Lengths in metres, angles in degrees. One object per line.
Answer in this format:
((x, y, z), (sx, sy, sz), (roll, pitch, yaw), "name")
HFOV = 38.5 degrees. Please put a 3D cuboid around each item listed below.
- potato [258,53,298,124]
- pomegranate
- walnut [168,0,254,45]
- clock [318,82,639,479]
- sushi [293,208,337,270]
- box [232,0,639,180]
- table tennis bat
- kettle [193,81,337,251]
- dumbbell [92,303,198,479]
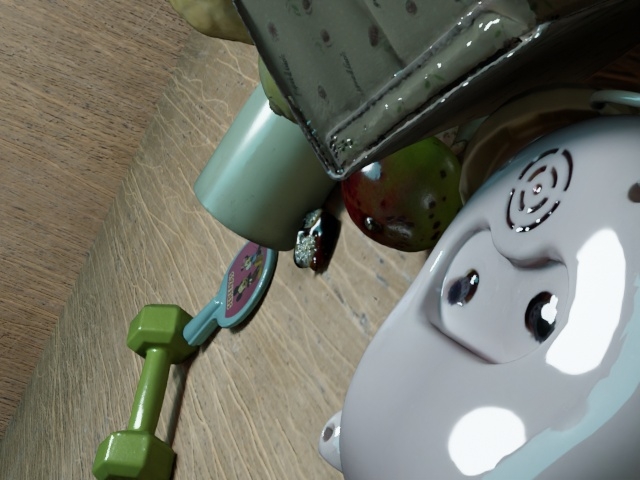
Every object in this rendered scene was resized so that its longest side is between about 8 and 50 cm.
((0.068, -0.264, 1.000), (0.221, 0.243, 0.326), (79, -157, -80), "potato")
((0.085, -0.067, 0.913), (0.129, 0.129, 0.159), (-40, 33, 48), "pomegranate")
((-0.099, -0.476, 1.305), (0.381, 0.381, 0.381), (-49, 27, 36), "walnut")
((0.161, 0.061, 0.560), (0.326, 0.184, 0.342), (-61, 27, 2), "clock")
((0.000, 0.000, 1.178), (0.046, 0.044, 0.083), (-2, 67, 43), "sushi")
((0.127, -0.202, 0.663), (0.225, 0.297, 0.190), (-36, 81, 54), "box")
((-0.137, 0.085, 1.406), (0.244, 0.040, 0.153), (-45, 29, 34), "table tennis bat")
((-0.033, -0.140, 1.243), (0.255, 0.165, 0.240), (-58, -6, 18), "kettle")
((-0.269, 0.246, 1.444), (0.108, 0.121, 0.302), (-15, 48, 29), "dumbbell")
